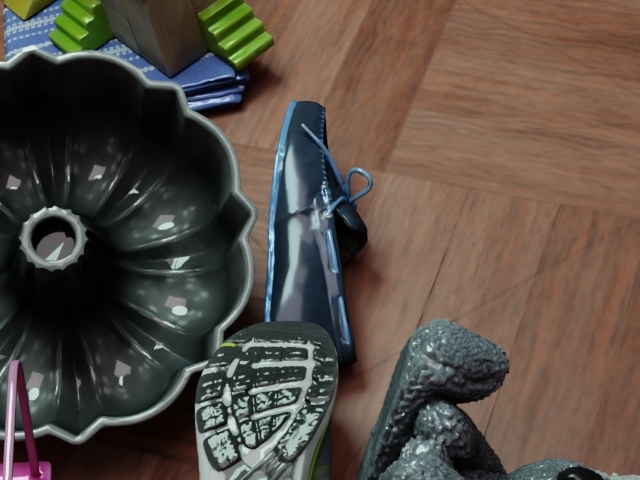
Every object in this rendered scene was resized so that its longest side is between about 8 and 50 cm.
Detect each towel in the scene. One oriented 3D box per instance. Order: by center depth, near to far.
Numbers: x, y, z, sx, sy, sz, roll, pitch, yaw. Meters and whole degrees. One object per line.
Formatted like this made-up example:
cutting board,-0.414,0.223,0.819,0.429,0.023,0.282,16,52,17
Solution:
towel,-0.209,-0.239,1.562,0.243,0.040,0.336,-13,49,1

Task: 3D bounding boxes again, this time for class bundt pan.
bundt pan,-0.219,0.013,1.254,0.330,0.124,0.331,1,76,-6

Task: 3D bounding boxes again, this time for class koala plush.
koala plush,0.139,0.203,1.088,0.221,0.203,0.196,16,41,-4

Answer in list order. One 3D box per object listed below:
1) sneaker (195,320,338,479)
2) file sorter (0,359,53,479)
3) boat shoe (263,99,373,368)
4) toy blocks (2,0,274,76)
sneaker,-0.040,0.193,1.135,0.111,0.121,0.300,2,52,9
file sorter,-0.341,0.201,1.039,0.290,0.182,0.202,-2,46,-5
boat shoe,0.000,0.000,1.309,0.089,0.109,0.258,1,69,2
toy blocks,-0.225,-0.338,1.450,0.190,0.261,0.381,-38,53,-18
